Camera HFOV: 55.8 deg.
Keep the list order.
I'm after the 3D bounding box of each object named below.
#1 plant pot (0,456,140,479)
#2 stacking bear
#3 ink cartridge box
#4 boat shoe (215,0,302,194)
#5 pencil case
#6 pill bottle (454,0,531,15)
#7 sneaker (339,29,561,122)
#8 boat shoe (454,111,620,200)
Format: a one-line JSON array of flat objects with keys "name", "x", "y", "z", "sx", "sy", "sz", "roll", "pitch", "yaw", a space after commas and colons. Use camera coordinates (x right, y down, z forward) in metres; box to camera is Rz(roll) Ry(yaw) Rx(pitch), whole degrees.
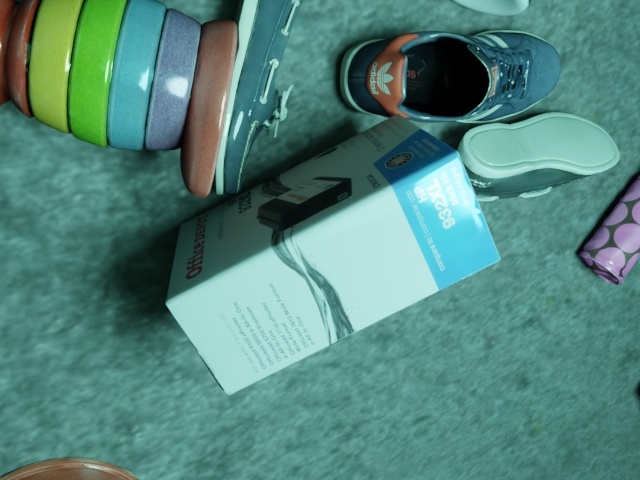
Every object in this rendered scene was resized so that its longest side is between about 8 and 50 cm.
[{"name": "plant pot", "x": -0.290, "y": 0.434, "z": 0.668, "sx": 0.272, "sy": 0.265, "sz": 0.273, "roll": -7, "pitch": 106, "yaw": -24}, {"name": "stacking bear", "x": -0.238, "y": -0.169, "z": 0.592, "sx": 0.288, "sy": 0.175, "sz": 0.164, "roll": 9, "pitch": 129, "yaw": -15}, {"name": "ink cartridge box", "x": 0.000, "y": 0.000, "z": 0.668, "sx": 0.307, "sy": 0.223, "sz": 0.129, "roll": -27, "pitch": 113, "yaw": 2}, {"name": "boat shoe", "x": -0.074, "y": -0.174, "z": 0.705, "sx": 0.079, "sy": 0.095, "sz": 0.255, "roll": 10, "pitch": 91, "yaw": -16}, {"name": "pencil case", "x": 0.543, "y": -0.020, "z": 1.045, "sx": 0.209, "sy": 0.095, "sz": 0.098, "roll": -48, "pitch": 143, "yaw": -4}, {"name": "pill bottle", "x": 0.246, "y": -0.428, "z": 0.764, "sx": 0.130, "sy": 0.130, "sz": 0.246, "roll": 18, "pitch": 95, "yaw": -28}, {"name": "sneaker", "x": 0.207, "y": -0.211, "z": 0.795, "sx": 0.350, "sy": 0.148, "sz": 0.131, "roll": -12, "pitch": 109, "yaw": -23}, {"name": "boat shoe", "x": 0.314, "y": -0.122, "z": 0.907, "sx": 0.302, "sy": 0.091, "sz": 0.114, "roll": -4, "pitch": 62, "yaw": -24}]
